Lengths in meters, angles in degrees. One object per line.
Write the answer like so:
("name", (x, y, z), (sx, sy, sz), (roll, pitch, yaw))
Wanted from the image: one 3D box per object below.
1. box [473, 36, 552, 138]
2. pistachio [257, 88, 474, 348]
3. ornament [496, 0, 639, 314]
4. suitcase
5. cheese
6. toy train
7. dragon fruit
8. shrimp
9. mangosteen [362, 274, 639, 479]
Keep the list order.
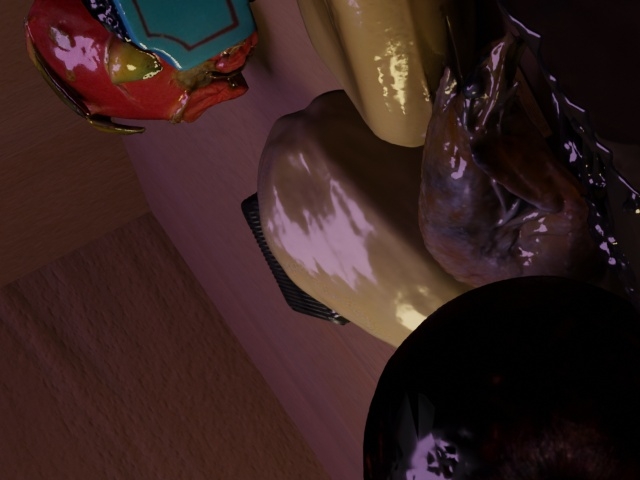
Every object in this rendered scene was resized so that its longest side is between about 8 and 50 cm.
("box", (0.162, -0.124, 1.102), (0.093, 0.015, 0.058), (62, 169, -1))
("pistachio", (0.071, -0.006, 1.305), (0.332, 0.208, 0.226), (44, 172, 7))
("ornament", (0.202, -0.075, 0.887), (0.260, 0.106, 0.251), (67, 177, -66))
("suitcase", (0.000, 0.000, 1.773), (0.202, 0.128, 0.312), (64, 168, -8))
("cheese", (0.038, -0.245, 1.088), (0.259, 0.128, 0.316), (56, 163, 38))
("toy train", (-0.153, -0.351, 1.310), (0.188, 0.265, 0.300), (40, 156, 54))
("dragon fruit", (-0.230, -0.269, 1.794), (0.226, 0.305, 0.305), (49, 164, 21))
("shrimp", (0.164, -0.049, 1.078), (0.168, 0.077, 0.317), (15, 145, 12))
("mangosteen", (0.173, 0.167, 1.075), (0.293, 0.297, 0.297), (-108, -1, -54))
